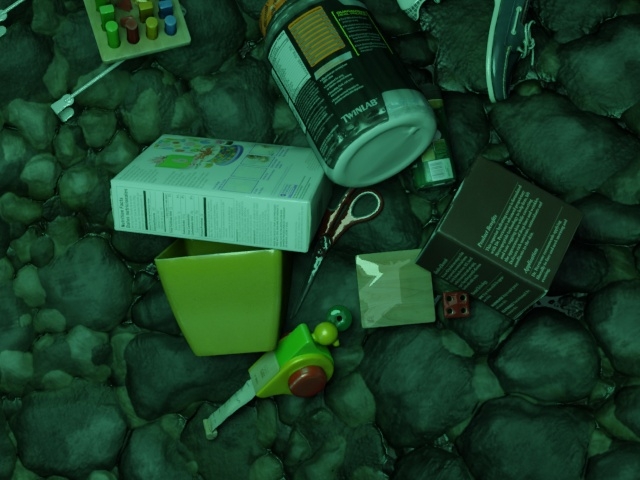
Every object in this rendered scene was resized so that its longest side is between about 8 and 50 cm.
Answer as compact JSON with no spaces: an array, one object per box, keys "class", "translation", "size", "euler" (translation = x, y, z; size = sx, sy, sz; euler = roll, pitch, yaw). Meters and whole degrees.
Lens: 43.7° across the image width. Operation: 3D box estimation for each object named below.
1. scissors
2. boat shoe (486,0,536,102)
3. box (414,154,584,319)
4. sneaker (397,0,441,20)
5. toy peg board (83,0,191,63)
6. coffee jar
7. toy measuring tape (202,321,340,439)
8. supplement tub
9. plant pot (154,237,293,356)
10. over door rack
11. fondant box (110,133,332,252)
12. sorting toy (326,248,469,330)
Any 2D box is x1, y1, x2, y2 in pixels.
[{"class":"scissors","translation":[0.000,0.000,1.483],"size":[0.109,0.021,0.297],"euler":[39,94,4]},{"class":"boat shoe","translation":[0.343,-0.369,1.422],"size":[0.079,0.095,0.254],"euler":[6,80,17]},{"class":"box","translation":[0.300,-0.002,1.356],"size":[0.203,0.167,0.168],"euler":[30,69,6]},{"class":"sneaker","translation":[0.239,-0.496,1.445],"size":[0.235,0.090,0.095],"euler":[-31,99,8]},{"class":"toy peg board","translation":[-0.326,-0.414,1.398],"size":[0.160,0.079,0.161],"euler":[-17,81,-13]},{"class":"coffee jar","translation":[0.190,-0.184,1.428],"size":[0.079,0.096,0.184],"euler":[-10,87,2]},{"class":"toy measuring tape","translation":[-0.075,0.263,1.451],"size":[0.121,0.121,0.330],"euler":[46,111,5]},{"class":"supplement tub","translation":[0.035,-0.276,1.362],"size":[0.207,0.207,0.338],"euler":[-29,67,4]},{"class":"plant pot","translation":[-0.150,0.089,1.409],"size":[0.212,0.212,0.187],"euler":[-6,102,5]},{"class":"over door rack","translation":[-0.447,-0.414,1.487],"size":[0.324,0.108,0.239],"euler":[-39,85,3]},{"class":"fondant box","translation":[-0.157,-0.089,1.374],"size":[0.330,0.238,0.096],"euler":[8,117,8]},{"class":"sorting toy","translation":[0.143,0.085,1.447],"size":[0.274,0.046,0.132],"euler":[-6,88,-1]}]
